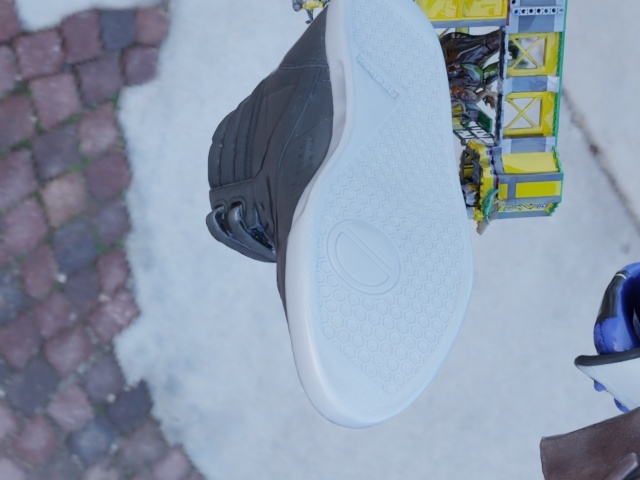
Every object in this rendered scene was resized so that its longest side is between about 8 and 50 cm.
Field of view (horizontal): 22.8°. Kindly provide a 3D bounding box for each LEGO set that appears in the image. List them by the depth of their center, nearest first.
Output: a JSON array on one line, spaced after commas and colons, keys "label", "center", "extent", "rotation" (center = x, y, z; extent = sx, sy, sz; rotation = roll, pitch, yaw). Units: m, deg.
[{"label": "LEGO set", "center": [0.063, -0.151, 1.284], "extent": [0.192, 0.331, 0.255], "rotation": [-4, 121, -12]}]

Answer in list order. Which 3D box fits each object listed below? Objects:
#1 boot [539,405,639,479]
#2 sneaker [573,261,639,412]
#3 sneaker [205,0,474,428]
[{"label": "boot", "center": [0.214, 0.131, 0.657], "extent": [0.207, 0.248, 0.090], "rotation": [-26, 126, 8]}, {"label": "sneaker", "center": [0.243, 0.103, 0.976], "extent": [0.127, 0.182, 0.315], "rotation": [-48, 161, -39]}, {"label": "sneaker", "center": [0.000, 0.000, 0.883], "extent": [0.105, 0.147, 0.295], "rotation": [24, 46, -24]}]
